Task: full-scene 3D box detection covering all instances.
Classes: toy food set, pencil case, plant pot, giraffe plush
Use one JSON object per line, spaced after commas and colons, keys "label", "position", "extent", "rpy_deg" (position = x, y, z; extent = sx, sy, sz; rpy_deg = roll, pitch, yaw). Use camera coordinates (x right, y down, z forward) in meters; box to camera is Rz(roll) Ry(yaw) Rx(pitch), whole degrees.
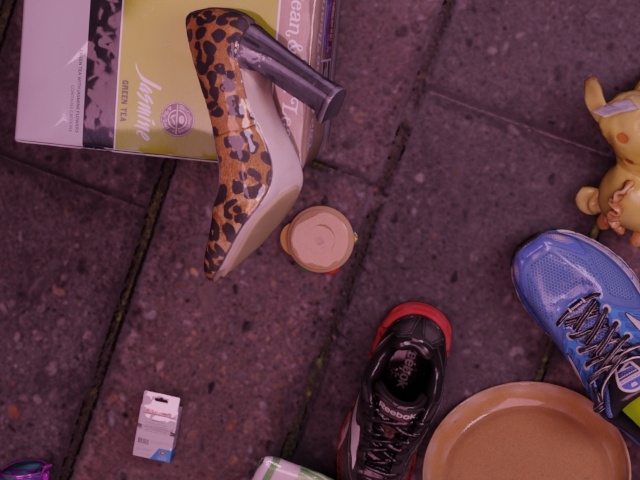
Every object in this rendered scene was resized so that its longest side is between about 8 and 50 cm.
{"label": "toy food set", "position": [0.000, 0.000, 1.739], "extent": [0.083, 0.020, 0.082], "rpy_deg": [-43, 91, 10]}
{"label": "pencil case", "position": [-0.359, 0.350, 1.805], "extent": [0.070, 0.064, 0.151], "rpy_deg": [-2, 98, 23]}
{"label": "plant pot", "position": [0.236, 0.271, 1.677], "extent": [0.236, 0.032, 0.236], "rpy_deg": [-7, 52, 9]}
{"label": "giraffe plush", "position": [0.374, -0.082, 1.620], "extent": [0.210, 0.181, 0.170], "rpy_deg": [-8, 123, -20]}

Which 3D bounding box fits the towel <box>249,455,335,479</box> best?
{"label": "towel", "position": [0.028, 0.411, 1.744], "extent": [0.325, 0.038, 0.248], "rpy_deg": [30, 119, 2]}

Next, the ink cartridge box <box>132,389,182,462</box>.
{"label": "ink cartridge box", "position": [-0.198, 0.224, 1.787], "extent": [0.048, 0.028, 0.083], "rpy_deg": [12, 99, 5]}

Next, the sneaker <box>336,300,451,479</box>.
{"label": "sneaker", "position": [0.079, 0.210, 1.699], "extent": [0.098, 0.135, 0.276], "rpy_deg": [17, 100, 3]}

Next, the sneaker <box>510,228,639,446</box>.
{"label": "sneaker", "position": [0.341, 0.123, 1.649], "extent": [0.130, 0.147, 0.330], "rpy_deg": [-41, 90, 10]}

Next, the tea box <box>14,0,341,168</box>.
{"label": "tea box", "position": [-0.144, -0.263, 1.621], "extent": [0.324, 0.220, 0.329], "rpy_deg": [7, 99, 7]}

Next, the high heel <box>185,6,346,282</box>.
{"label": "high heel", "position": [-0.104, -0.101, 1.505], "extent": [0.186, 0.093, 0.261], "rpy_deg": [37, 113, 16]}
